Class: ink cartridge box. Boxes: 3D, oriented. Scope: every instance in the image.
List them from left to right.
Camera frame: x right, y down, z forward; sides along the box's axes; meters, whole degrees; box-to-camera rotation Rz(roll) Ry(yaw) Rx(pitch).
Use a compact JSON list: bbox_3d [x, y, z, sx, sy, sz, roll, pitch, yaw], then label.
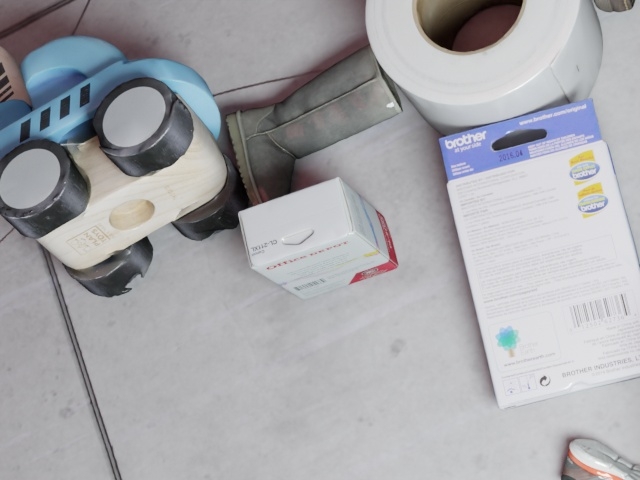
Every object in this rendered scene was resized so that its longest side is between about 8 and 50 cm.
[{"bbox_3d":[0.000,0.000,1.741,0.127,0.175,0.072,-18,71,14],"label":"ink cartridge box"},{"bbox_3d":[0.253,0.015,1.688,0.186,0.065,0.311,-15,83,14],"label":"ink cartridge box"}]

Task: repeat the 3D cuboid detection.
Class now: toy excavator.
[{"bbox_3d":[-0.353,-0.149,1.911,0.433,0.222,0.445,-29,55,8],"label":"toy excavator"}]

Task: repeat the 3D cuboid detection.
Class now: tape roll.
[{"bbox_3d":[0.190,-0.244,1.745,0.246,0.169,0.246,-5,73,18],"label":"tape roll"}]

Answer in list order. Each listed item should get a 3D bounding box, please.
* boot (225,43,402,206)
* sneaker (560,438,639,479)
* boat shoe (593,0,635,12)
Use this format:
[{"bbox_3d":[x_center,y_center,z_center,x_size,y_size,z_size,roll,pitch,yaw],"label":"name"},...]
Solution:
[{"bbox_3d":[0.002,-0.120,1.838,0.209,0.076,0.189,-19,73,6],"label":"boot"},{"bbox_3d":[0.327,0.275,1.629,0.158,0.061,0.064,33,115,25],"label":"sneaker"},{"bbox_3d":[0.392,-0.430,1.745,0.130,0.132,0.355,11,81,22],"label":"boat shoe"}]
